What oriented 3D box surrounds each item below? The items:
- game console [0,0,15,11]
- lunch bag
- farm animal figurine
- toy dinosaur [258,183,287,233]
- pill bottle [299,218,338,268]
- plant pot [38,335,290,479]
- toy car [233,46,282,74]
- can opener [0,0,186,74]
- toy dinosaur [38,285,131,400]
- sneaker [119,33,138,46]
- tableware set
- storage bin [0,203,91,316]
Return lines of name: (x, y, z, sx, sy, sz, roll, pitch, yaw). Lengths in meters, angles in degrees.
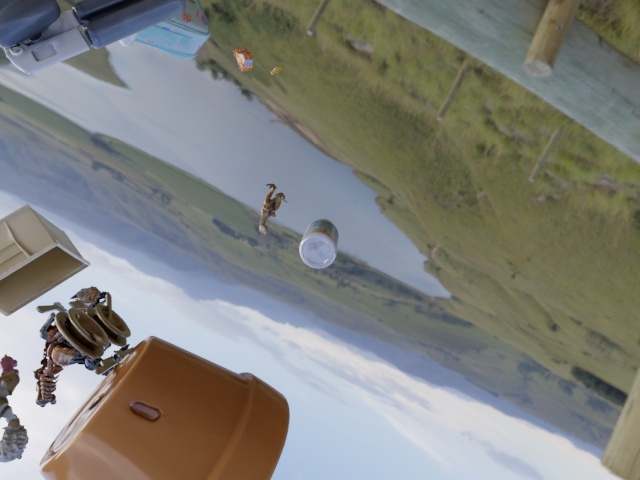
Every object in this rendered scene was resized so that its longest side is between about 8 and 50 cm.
game console: (-0.758, -0.580, 1.207, 0.107, 0.122, 0.071, 26, 148, 31)
lunch bag: (-0.407, -0.548, 1.184, 0.279, 0.108, 0.224, 0, -119, -49)
farm animal figurine: (-1.013, 0.481, 1.551, 0.330, 0.327, 0.172, 12, 140, 0)
toy dinosaur: (-0.133, -0.102, 1.388, 0.064, 0.112, 0.211, 27, -140, 0)
pill bottle: (0.000, 0.000, 1.214, 0.087, 0.087, 0.160, 27, -161, -4)
plant pot: (-0.210, 0.263, 0.663, 0.203, 0.291, 0.291, 44, 172, -13)
toy car: (-0.150, -0.448, 1.246, 0.122, 0.060, 0.040, -7, 179, -32)
can opener: (-0.345, -0.344, 0.765, 0.076, 0.283, 0.095, 58, 165, 4)
toy dinosaur: (-0.623, 0.262, 1.296, 0.218, 0.322, 0.164, 24, -147, -49)
sneaker: (-0.369, -0.456, 1.029, 0.061, 0.152, 0.054, 32, -146, -6)
tableware set: (-0.337, 0.128, 0.776, 0.128, 0.039, 0.194, 47, 175, -1)
storage bin: (-0.736, 0.062, 1.214, 0.123, 0.260, 0.262, 53, 165, 4)
